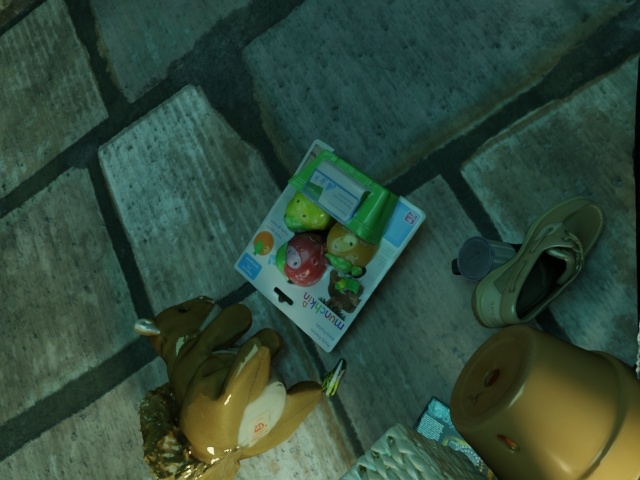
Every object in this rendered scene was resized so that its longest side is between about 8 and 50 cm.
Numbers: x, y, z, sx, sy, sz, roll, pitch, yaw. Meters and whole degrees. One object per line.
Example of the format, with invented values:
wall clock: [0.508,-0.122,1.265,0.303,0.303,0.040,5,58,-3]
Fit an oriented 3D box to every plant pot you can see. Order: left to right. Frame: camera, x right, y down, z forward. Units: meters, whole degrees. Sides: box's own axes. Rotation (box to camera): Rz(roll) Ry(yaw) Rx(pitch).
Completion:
plant pot: [0.347,0.270,1.075,0.203,0.291,0.291,36,89,-9]

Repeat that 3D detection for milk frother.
milk frother: [0.329,0.077,1.275,0.129,0.134,0.143,-43,51,42]

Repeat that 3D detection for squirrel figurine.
squirrel figurine: [-0.260,0.301,1.385,0.370,0.281,0.397,33,86,37]

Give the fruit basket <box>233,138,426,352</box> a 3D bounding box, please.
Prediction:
fruit basket: [0.000,0.000,1.436,0.327,0.165,0.353,39,94,30]

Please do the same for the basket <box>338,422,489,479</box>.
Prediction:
basket: [0.166,0.473,0.941,0.266,0.328,0.331,-49,52,2]

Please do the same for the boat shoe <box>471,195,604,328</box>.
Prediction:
boat shoe: [0.416,0.040,1.200,0.341,0.122,0.110,-42,16,-23]

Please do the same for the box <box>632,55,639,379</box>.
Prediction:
box: [0.715,-0.044,0.970,0.479,0.297,0.472,0,50,24]

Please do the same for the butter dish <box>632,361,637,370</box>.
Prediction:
butter dish: [0.550,0.292,1.111,0.118,0.160,0.160,34,88,7]

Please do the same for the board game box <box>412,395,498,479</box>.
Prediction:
board game box: [0.255,0.394,1.258,0.186,0.026,0.126,31,86,30]

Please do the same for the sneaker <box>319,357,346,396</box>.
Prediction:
sneaker: [0.024,0.280,1.398,0.035,0.031,0.083,22,82,29]
